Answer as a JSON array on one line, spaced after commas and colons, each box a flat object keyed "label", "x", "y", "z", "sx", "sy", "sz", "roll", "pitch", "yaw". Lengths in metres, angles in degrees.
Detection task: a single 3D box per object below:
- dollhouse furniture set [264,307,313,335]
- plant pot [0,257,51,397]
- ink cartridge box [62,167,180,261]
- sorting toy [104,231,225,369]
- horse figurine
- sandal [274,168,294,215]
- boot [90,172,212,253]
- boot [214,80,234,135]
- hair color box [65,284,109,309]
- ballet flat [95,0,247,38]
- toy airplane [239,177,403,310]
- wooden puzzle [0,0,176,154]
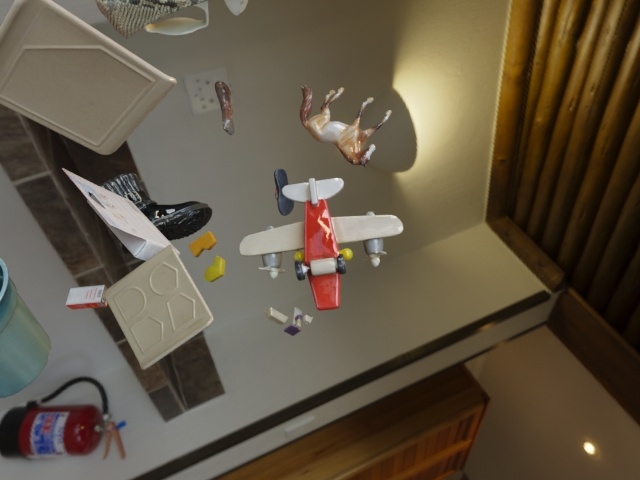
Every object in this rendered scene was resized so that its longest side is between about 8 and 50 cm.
[{"label": "dollhouse furniture set", "x": -0.091, "y": 0.199, "z": 1.454, "sx": 0.091, "sy": 0.114, "sz": 0.081, "roll": -40, "pitch": -153, "yaw": 34}, {"label": "plant pot", "x": -0.963, "y": 0.264, "z": 1.424, "sx": 0.341, "sy": 0.341, "sz": 0.334, "roll": 56, "pitch": -17, "yaw": 41}, {"label": "ink cartridge box", "x": -0.518, "y": -0.052, "z": 1.288, "sx": 0.275, "sy": 0.060, "sz": 0.239, "roll": 39, "pitch": 4, "yaw": 31}, {"label": "sorting toy", "x": -0.343, "y": 0.128, "z": 1.192, "sx": 0.229, "sy": 0.307, "sz": 0.041, "roll": 57, "pitch": 7, "yaw": 17}, {"label": "horse figurine", "x": 0.045, "y": -0.286, "z": 1.240, "sx": 0.263, "sy": 0.174, "sz": 0.066, "roll": 28, "pitch": -11, "yaw": 22}, {"label": "sandal", "x": -0.142, "y": -0.178, "z": 1.895, "sx": 0.040, "sy": 0.067, "sz": 0.179, "roll": -19, "pitch": -102, "yaw": 55}, {"label": "boot", "x": -0.579, "y": -0.124, "z": 1.750, "sx": 0.260, "sy": 0.348, "sz": 0.131, "roll": 53, "pitch": -35, "yaw": 24}, {"label": "boot", "x": -0.248, "y": -0.342, "z": 1.313, "sx": 0.106, "sy": 0.037, "sz": 0.114, "roll": 72, "pitch": 7, "yaw": -47}, {"label": "hair color box", "x": -0.832, "y": 0.204, "z": 1.816, "sx": 0.043, "sy": 0.141, "sz": 0.071, "roll": 65, "pitch": 23, "yaw": -56}, {"label": "ballet flat", "x": -0.299, "y": -0.616, "z": 1.241, "sx": 0.182, "sy": 0.483, "sz": 0.164, "roll": 66, "pitch": 10, "yaw": -52}, {"label": "toy airplane", "x": 0.000, "y": 0.000, "z": 1.561, "sx": 0.386, "sy": 0.384, "sz": 0.272, "roll": 32, "pitch": -22, "yaw": 25}, {"label": "wooden puzzle", "x": -0.386, "y": -0.250, "z": 0.800, "sx": 0.221, "sy": 0.239, "sz": 0.044, "roll": -32, "pitch": -129, "yaw": 33}]
